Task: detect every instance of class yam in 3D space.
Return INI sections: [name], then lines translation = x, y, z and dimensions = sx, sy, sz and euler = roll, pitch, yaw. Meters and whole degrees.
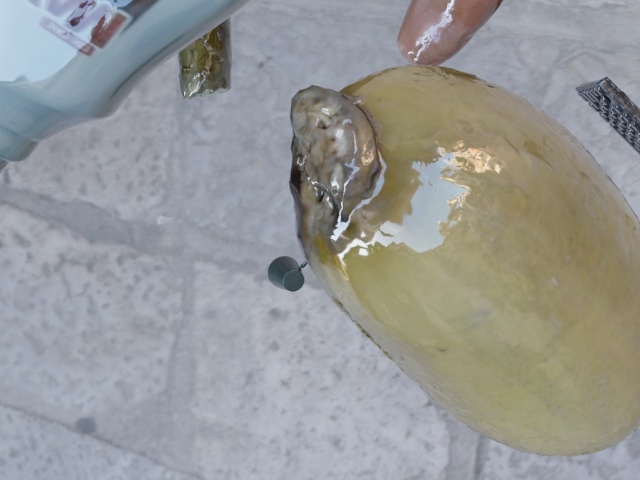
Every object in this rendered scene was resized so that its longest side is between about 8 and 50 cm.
[yam]
translation = -0.134, -0.313, 1.071
dimensions = 0.071, 0.067, 0.318
euler = 179, 87, -75

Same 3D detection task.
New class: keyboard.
[keyboard]
translation = 0.403, -0.066, 1.064
dimensions = 0.309, 0.101, 0.018
euler = 43, 93, -4

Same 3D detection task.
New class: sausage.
[sausage]
translation = 0.143, -0.255, 0.742
dimensions = 0.078, 0.078, 0.304
euler = 42, 135, 16

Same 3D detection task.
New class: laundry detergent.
[laundry detergent]
translation = -0.182, -0.217, 0.726
dimensions = 0.264, 0.125, 0.398
euler = 39, 103, -7

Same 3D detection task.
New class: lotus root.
[lotus root]
translation = 0.094, 0.018, 0.473
dimensions = 0.130, 0.303, 0.146
euler = -9, 56, 34

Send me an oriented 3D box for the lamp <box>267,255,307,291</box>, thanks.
[lamp]
translation = -0.001, 0.001, 0.913
dimensions = 0.041, 0.054, 0.121
euler = 39, 89, -19
